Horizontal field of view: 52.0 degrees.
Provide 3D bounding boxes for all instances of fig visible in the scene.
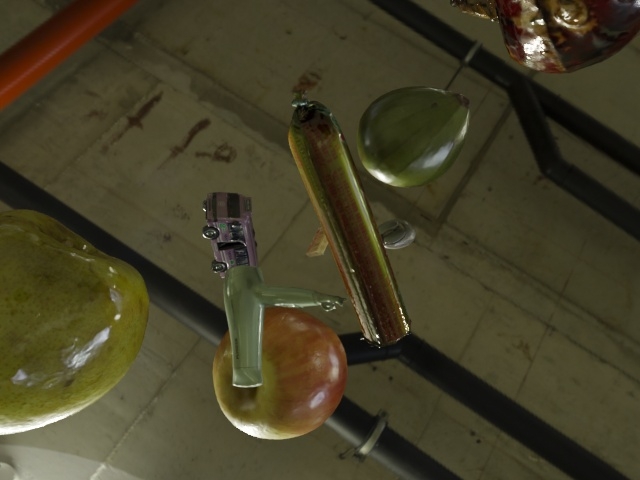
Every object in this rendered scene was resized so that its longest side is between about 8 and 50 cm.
[{"bbox_3d":[0.188,-0.218,1.290,0.203,0.225,0.203,27,-136,-29],"label":"fig"}]

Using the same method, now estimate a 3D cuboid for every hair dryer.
[{"bbox_3d":[-0.059,0.135,1.093,0.237,0.075,0.206,-11,-102,30],"label":"hair dryer"}]

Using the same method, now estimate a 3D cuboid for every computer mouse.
[{"bbox_3d":[0.160,-0.017,1.373,0.096,0.039,0.066,-11,-126,-40],"label":"computer mouse"}]

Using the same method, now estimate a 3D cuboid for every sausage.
[{"bbox_3d":[0.034,-0.026,0.866,0.082,0.371,0.082,-17,-154,9],"label":"sausage"}]

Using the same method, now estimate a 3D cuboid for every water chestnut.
[{"bbox_3d":[0.232,-0.274,0.638,0.238,0.223,0.223,-4,-125,29],"label":"water chestnut"}]

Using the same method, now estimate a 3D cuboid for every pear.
[{"bbox_3d":[-0.406,0.117,0.903,0.304,0.304,0.304,5,-119,-9],"label":"pear"}]

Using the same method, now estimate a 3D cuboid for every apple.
[{"bbox_3d":[-0.080,0.274,1.363,0.233,0.286,0.286,-11,-120,-54],"label":"apple"}]

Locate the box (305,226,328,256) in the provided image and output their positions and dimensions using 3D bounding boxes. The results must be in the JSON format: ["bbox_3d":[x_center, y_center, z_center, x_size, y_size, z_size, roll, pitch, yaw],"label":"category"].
[{"bbox_3d":[0.000,0.000,1.190,0.015,0.093,0.058,30,-101,-10],"label":"box"}]

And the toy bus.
[{"bbox_3d":[-0.193,-0.012,1.427,0.108,0.199,0.096,-6,-131,-2],"label":"toy bus"}]
